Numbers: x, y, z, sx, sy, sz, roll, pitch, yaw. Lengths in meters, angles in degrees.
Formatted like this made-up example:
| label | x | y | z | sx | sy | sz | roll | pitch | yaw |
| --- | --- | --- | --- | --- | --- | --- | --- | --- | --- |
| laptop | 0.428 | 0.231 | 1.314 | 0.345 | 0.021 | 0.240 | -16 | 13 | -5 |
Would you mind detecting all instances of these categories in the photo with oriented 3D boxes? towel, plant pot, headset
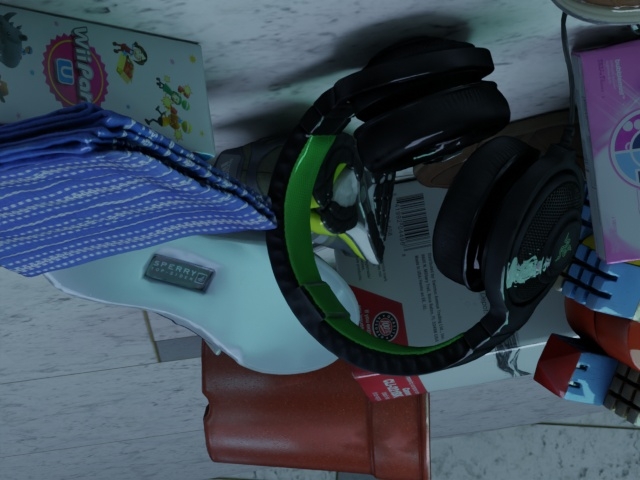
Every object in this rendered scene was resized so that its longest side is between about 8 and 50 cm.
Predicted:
| label | x | y | z | sx | sy | sz | roll | pitch | yaw |
| --- | --- | --- | --- | --- | --- | --- | --- | --- | --- |
| towel | -0.198 | -0.024 | 1.481 | 0.243 | 0.040 | 0.336 | -13 | 165 | 18 |
| plant pot | -0.002 | 0.164 | 2.337 | 0.265 | 0.272 | 0.272 | -1 | 166 | 4 |
| headset | 0.133 | -0.063 | 1.563 | 0.394 | 0.243 | 0.185 | -44 | 162 | 25 |

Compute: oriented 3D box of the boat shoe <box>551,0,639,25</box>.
| label | x | y | z | sx | sy | sz | roll | pitch | yaw |
| --- | --- | --- | --- | --- | --- | --- | --- | --- | --- |
| boat shoe | 0.298 | -0.212 | 1.256 | 0.324 | 0.123 | 0.116 | -12 | 164 | 7 |

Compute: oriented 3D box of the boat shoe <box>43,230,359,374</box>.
| label | x | y | z | sx | sy | sz | roll | pitch | yaw |
| --- | --- | --- | --- | --- | --- | --- | --- | --- | --- |
| boat shoe | -0.134 | 0.018 | 1.852 | 0.367 | 0.135 | 0.156 | 18 | -163 | -34 |

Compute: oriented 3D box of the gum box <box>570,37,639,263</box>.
| label | x | y | z | sx | sy | sz | roll | pitch | yaw |
| --- | --- | --- | --- | --- | --- | --- | --- | --- | --- |
| gum box | 0.275 | -0.082 | 1.632 | 0.107 | 0.188 | 0.062 | -8 | -173 | 0 |

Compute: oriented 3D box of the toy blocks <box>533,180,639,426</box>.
| label | x | y | z | sx | sy | sz | roll | pitch | yaw |
| --- | --- | --- | --- | --- | --- | --- | --- | --- | --- |
| toy blocks | 0.315 | 0.022 | 1.774 | 0.261 | 0.381 | 0.191 | 13 | -169 | -33 |

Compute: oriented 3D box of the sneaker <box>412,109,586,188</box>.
| label | x | y | z | sx | sy | sz | roll | pitch | yaw |
| --- | --- | --- | --- | --- | --- | --- | --- | --- | --- |
| sneaker | 0.174 | -0.068 | 1.847 | 0.188 | 0.071 | 0.066 | -17 | 164 | 29 |

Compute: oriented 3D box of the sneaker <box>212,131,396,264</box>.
| label | x | y | z | sx | sy | sz | roll | pitch | yaw |
| --- | --- | --- | --- | --- | --- | --- | --- | --- | --- |
| sneaker | -0.008 | -0.047 | 1.809 | 0.121 | 0.111 | 0.300 | 7 | 171 | 18 |

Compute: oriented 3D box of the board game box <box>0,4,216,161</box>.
| label | x | y | z | sx | sy | sz | roll | pitch | yaw |
| --- | --- | --- | --- | --- | --- | --- | --- | --- | --- |
| board game box | -0.265 | -0.089 | 1.458 | 0.303 | 0.097 | 0.224 | 4 | 161 | -46 |

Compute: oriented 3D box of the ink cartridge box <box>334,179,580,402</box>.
| label | x | y | z | sx | sy | sz | roll | pitch | yaw |
| --- | --- | --- | --- | --- | --- | --- | --- | --- | --- |
| ink cartridge box | 0.160 | 0.037 | 1.975 | 0.273 | 0.197 | 0.114 | -11 | 159 | 9 |

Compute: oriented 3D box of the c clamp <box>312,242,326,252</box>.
| label | x | y | z | sx | sy | sz | roll | pitch | yaw |
| --- | --- | --- | --- | --- | --- | --- | --- | --- | --- |
| c clamp | 0.000 | 0.000 | 2.120 | 0.161 | 0.022 | 0.137 | -20 | 162 | 38 |
